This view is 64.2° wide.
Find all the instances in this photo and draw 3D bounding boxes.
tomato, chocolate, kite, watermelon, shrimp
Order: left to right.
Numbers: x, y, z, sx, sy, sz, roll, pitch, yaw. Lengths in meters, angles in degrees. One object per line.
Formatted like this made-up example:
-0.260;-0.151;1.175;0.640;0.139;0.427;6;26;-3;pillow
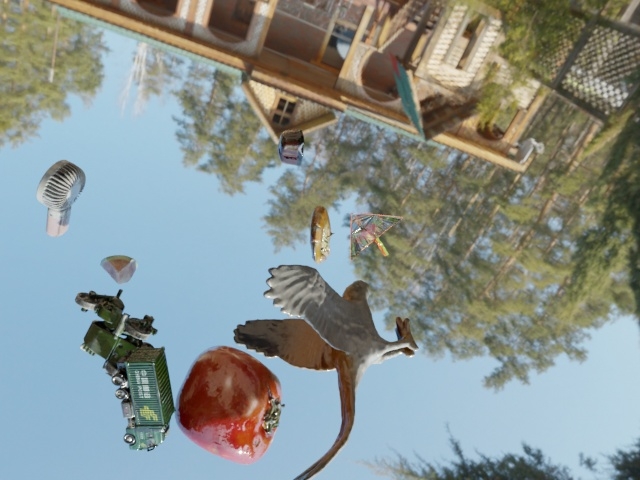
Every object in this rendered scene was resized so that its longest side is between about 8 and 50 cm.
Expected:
-0.528;0.071;1.323;0.092;0.085;0.072;-1;-130;0;watermelon
-0.254;0.463;1.454;0.289;0.293;0.325;10;160;19;tomato
-0.105;-0.330;1.737;0.080;0.149;0.125;-4;-111;-10;chocolate
0.000;0.000;1.411;0.067;0.249;0.150;7;-109;10;shrimp
0.136;-0.017;1.379;0.159;0.190;0.010;43;-161;-17;kite

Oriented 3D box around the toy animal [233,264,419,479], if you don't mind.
0.039;0.186;0.761;0.301;0.225;0.284;-5;-121;-28;toy animal

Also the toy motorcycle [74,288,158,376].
-0.601;0.272;1.483;0.275;0.205;0.127;30;-173;5;toy motorcycle

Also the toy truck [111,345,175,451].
-0.450;0.408;1.307;0.121;0.259;0.088;-3;-164;4;toy truck

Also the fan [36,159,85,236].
-0.697;-0.104;1.360;0.074;0.244;0.130;29;-143;-3;fan
